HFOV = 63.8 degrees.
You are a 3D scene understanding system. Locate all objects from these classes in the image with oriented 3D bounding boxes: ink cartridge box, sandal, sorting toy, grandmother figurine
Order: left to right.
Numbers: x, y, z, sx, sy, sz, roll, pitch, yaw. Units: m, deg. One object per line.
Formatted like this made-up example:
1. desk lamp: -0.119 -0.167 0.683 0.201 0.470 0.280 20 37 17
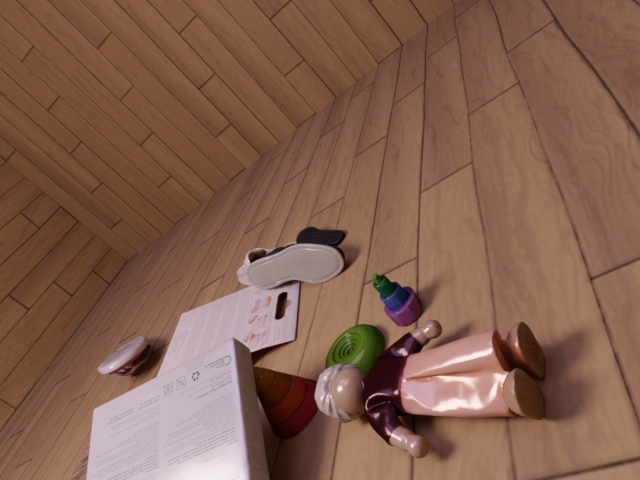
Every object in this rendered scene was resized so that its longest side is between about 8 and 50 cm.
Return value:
1. sandal: -0.644 0.406 1.753 0.169 0.102 0.416 -34 5 -15
2. ink cartridge box: -0.241 0.369 0.834 0.324 0.071 0.330 -28 47 13
3. ink cartridge box: -0.214 0.245 1.321 0.384 0.091 0.308 -21 26 12
4. sandal: 0.000 0.000 1.409 0.179 0.040 0.067 5 57 45
5. sorting toy: 0.008 0.188 0.914 0.365 0.126 0.127 -43 21 7
6. grandmother figurine: 0.129 0.196 0.721 0.342 0.104 0.208 -23 21 39

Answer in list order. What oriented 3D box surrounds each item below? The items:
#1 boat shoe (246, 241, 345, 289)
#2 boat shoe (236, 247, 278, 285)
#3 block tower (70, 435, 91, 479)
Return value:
1. boat shoe: -0.056 0.050 1.302 0.302 0.114 0.091 -8 21 35
2. boat shoe: -0.180 0.064 1.523 0.277 0.096 0.098 -18 34 49
3. block tower: -0.541 0.563 1.268 0.091 0.097 0.335 -38 20 17
